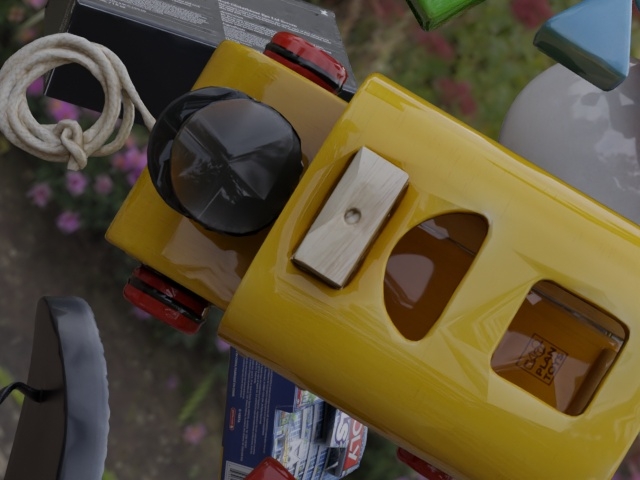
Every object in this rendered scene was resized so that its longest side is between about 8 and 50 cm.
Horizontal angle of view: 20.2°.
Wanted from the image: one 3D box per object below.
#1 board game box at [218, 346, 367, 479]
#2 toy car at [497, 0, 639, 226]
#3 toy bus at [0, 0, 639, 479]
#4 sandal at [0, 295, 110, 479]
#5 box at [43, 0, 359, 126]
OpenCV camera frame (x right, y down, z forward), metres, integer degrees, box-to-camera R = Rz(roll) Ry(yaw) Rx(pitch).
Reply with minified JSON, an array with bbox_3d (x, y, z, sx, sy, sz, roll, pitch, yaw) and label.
[{"bbox_3d":[0.006,0.097,1.311,0.194,0.060,0.194,-15,114,-58],"label":"board game box"},{"bbox_3d":[0.177,-0.069,0.957,0.219,0.238,0.210,48,35,-30],"label":"toy car"},{"bbox_3d":[0.013,0.001,0.522,0.104,0.202,0.191,89,-14,-85],"label":"toy bus"},{"bbox_3d":[-0.144,0.146,0.771,0.054,0.097,0.254,16,87,-21],"label":"sandal"},{"bbox_3d":[-0.111,-0.171,1.619,0.261,0.103,0.184,17,29,-17],"label":"box"}]
